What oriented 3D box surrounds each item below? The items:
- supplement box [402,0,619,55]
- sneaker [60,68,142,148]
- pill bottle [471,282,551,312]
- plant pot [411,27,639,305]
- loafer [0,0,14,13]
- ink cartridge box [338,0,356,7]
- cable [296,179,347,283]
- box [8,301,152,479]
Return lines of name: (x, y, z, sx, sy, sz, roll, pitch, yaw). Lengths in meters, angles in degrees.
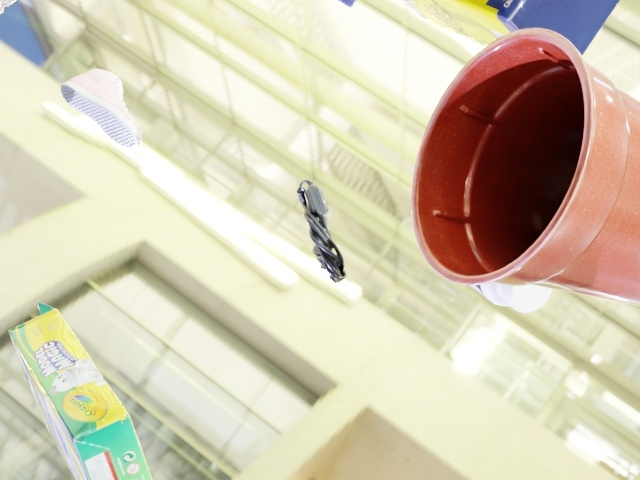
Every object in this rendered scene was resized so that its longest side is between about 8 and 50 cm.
supplement box: (0.268, -0.427, 1.762, 0.195, 0.356, 0.194, 32, -88, -46)
sneaker: (-0.272, -0.180, 1.484, 0.070, 0.134, 0.051, -42, -17, -38)
pill bottle: (0.252, 0.035, 1.596, 0.094, 0.169, 0.094, -11, -63, -23)
plant pot: (0.284, -0.055, 1.210, 0.265, 0.272, 0.272, 17, -67, -30)
loafer: (-0.444, -0.209, 1.112, 0.319, 0.111, 0.112, -34, 5, 4)
ink cartridge box: (0.018, -0.523, 1.608, 0.072, 0.307, 0.304, 28, -82, -48)
cable: (0.000, 0.000, 1.850, 0.047, 0.184, 0.150, -16, -36, -7)
box: (-0.167, 0.122, 0.778, 0.043, 0.179, 0.105, -23, -59, -18)
